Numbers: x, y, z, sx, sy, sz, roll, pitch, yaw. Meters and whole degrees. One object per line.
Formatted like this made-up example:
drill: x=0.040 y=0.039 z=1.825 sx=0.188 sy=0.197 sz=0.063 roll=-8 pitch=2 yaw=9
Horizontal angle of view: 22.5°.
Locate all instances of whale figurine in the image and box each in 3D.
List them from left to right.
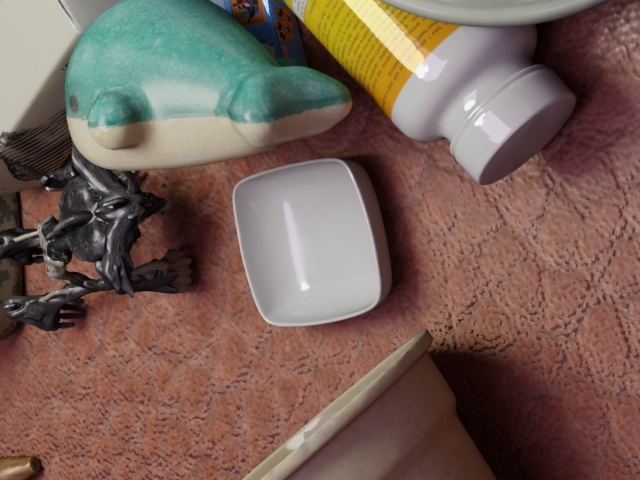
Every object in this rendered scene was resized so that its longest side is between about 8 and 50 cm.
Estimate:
whale figurine: x=-0.097 y=-0.134 z=1.310 sx=0.272 sy=0.216 sz=0.141 roll=8 pitch=109 yaw=53

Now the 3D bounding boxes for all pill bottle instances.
pill bottle: x=0.083 y=-0.165 z=1.272 sx=0.246 sy=0.136 sz=0.136 roll=50 pitch=123 yaw=17

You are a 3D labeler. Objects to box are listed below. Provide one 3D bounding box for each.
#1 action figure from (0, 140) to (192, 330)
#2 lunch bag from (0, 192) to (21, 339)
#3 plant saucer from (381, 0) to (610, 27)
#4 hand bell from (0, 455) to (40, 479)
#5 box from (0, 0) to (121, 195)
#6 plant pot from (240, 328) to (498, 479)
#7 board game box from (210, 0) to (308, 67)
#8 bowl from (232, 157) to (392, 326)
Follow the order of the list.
action figure: x=-0.205 y=-0.010 z=1.508 sx=0.275 sy=0.141 sz=0.164 roll=-28 pitch=81 yaw=51
lunch bag: x=-0.485 y=0.016 z=1.632 sx=0.305 sy=0.256 sz=0.213 roll=8 pitch=104 yaw=33
plant saucer: x=0.125 y=-0.357 z=1.147 sx=0.400 sy=0.100 sz=0.401 roll=-1 pitch=86 yaw=20
hand bell: x=-0.402 y=0.278 z=1.740 sx=0.242 sy=0.126 sz=0.126 roll=-21 pitch=88 yaw=24
box: x=-0.262 y=-0.153 z=1.505 sx=0.275 sy=0.113 sz=0.094 roll=-46 pitch=70 yaw=44
plant pot: x=0.059 y=0.293 z=1.301 sx=0.305 sy=0.334 sz=0.334 roll=49 pitch=123 yaw=3
board game box: x=-0.104 y=-0.218 z=1.451 sx=0.160 sy=0.039 sz=0.212 roll=-13 pitch=91 yaw=35
bowl: x=0.000 y=0.000 z=1.416 sx=0.142 sy=0.053 sz=0.142 roll=-11 pitch=93 yaw=36
